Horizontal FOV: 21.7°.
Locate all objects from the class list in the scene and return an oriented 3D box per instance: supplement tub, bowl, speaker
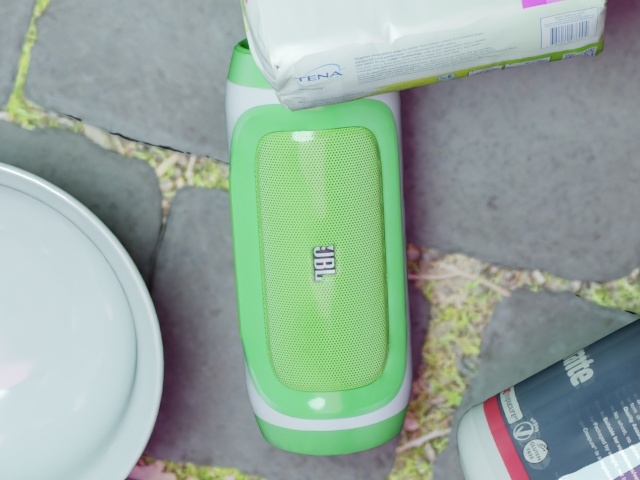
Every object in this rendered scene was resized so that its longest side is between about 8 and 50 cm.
[{"bbox_3d":[0.256,0.154,1.225,0.272,0.191,0.191,-29,104,8],"label":"supplement tub"},{"bbox_3d":[-0.256,0.068,1.236,0.298,0.134,0.298,0,106,1],"label":"bowl"},{"bbox_3d":[0.000,0.000,1.219,0.131,0.131,0.296,-3,106,2],"label":"speaker"}]

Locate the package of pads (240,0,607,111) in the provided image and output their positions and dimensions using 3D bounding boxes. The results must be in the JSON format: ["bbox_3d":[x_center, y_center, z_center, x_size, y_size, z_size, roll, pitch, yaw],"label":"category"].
[{"bbox_3d":[0.047,-0.247,1.099,0.229,0.101,0.296,-12,75,3],"label":"package of pads"}]
